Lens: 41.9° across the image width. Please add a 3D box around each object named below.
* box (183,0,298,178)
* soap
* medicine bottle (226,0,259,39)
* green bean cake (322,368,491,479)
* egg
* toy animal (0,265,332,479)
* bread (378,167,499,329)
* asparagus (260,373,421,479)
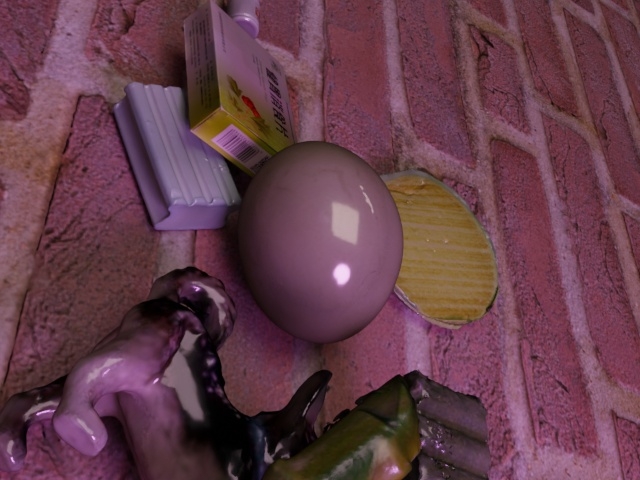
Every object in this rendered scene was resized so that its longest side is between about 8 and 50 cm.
[{"bbox_3d":[-0.115,-0.212,1.224,0.175,0.062,0.260,37,30,-41],"label":"box"},{"bbox_3d":[-0.196,-0.114,1.138,0.119,0.066,0.198,-1,60,-44],"label":"soap"},{"bbox_3d":[-0.130,-0.379,1.405,0.057,0.057,0.089,20,48,-27],"label":"medicine bottle"},{"bbox_3d":[0.077,0.295,0.922,0.132,0.241,0.255,24,46,-22],"label":"green bean cake"},{"bbox_3d":[0.000,0.000,1.098,0.219,0.219,0.269,-3,79,-41],"label":"egg"},{"bbox_3d":[-0.111,0.195,0.876,0.344,0.194,0.302,44,41,-2],"label":"toy animal"},{"bbox_3d":[0.179,0.012,1.374,0.301,0.045,0.301,20,50,-26],"label":"bread"},{"bbox_3d":[-0.017,0.229,0.738,0.343,0.082,0.085,-31,83,-40],"label":"asparagus"}]
